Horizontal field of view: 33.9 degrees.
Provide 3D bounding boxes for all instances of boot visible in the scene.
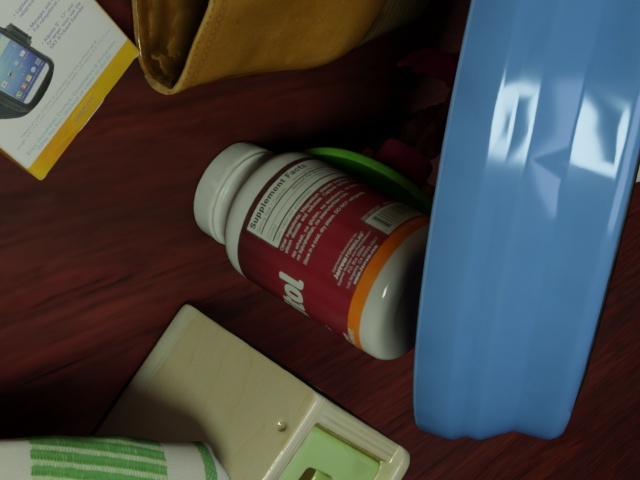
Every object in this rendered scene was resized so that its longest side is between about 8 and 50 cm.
[{"bbox_3d":[0.009,-0.213,0.507,0.211,0.104,0.295,-24,138,-46],"label":"boot"}]

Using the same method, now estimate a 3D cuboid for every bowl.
[{"bbox_3d":[0.132,-0.082,0.565,0.391,0.077,0.391,12,90,-78],"label":"bowl"}]

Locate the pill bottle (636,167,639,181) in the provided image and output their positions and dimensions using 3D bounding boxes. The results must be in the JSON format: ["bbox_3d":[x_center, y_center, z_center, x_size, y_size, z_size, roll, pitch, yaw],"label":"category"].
[{"bbox_3d":[0.249,-0.155,0.878,0.136,0.136,0.246,-51,148,-15],"label":"pill bottle"}]

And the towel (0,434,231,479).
[{"bbox_3d":[-0.179,0.215,0.482,0.325,0.038,0.248,6,81,-40],"label":"towel"}]

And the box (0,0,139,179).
[{"bbox_3d":[-0.143,-0.093,0.458,0.081,0.028,0.136,-55,147,-10],"label":"box"}]

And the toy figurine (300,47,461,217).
[{"bbox_3d":[0.067,-0.058,0.738,0.159,0.130,0.173,-55,173,-27],"label":"toy figurine"}]

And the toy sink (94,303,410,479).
[{"bbox_3d":[-0.039,0.169,0.731,0.153,0.131,0.234,-56,150,-7],"label":"toy sink"}]

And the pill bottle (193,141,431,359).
[{"bbox_3d":[0.000,0.000,0.624,0.086,0.152,0.086,-36,142,-35],"label":"pill bottle"}]
